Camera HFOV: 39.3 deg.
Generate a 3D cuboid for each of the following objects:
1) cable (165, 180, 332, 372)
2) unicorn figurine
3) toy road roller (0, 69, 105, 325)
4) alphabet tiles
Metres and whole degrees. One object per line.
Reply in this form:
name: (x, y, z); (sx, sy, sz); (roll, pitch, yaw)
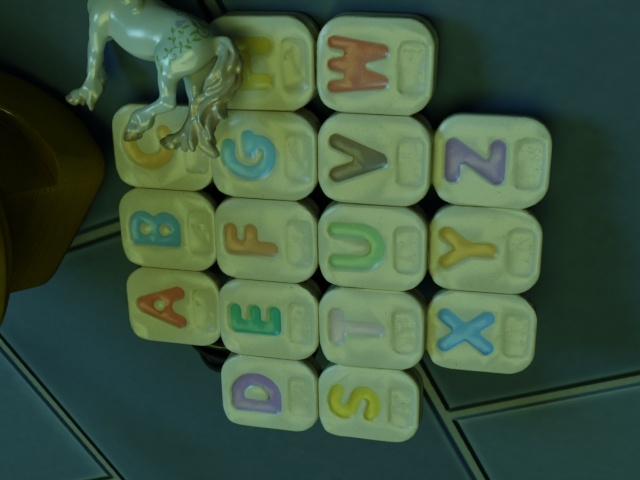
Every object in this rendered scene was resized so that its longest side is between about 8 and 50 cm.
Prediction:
cable: (-0.059, 0.030, 0.638); (0.150, 0.047, 0.184); (30, 128, -9)
unicorn figurine: (-0.112, -0.123, 0.524); (0.161, 0.060, 0.111); (26, 113, 1)
toy road roller: (-0.295, -0.059, 0.568); (0.330, 0.240, 0.202); (55, 129, 19)
alphabet tiles: (0.000, 0.000, 0.571); (0.277, 0.021, 0.284); (5, 112, 12)
